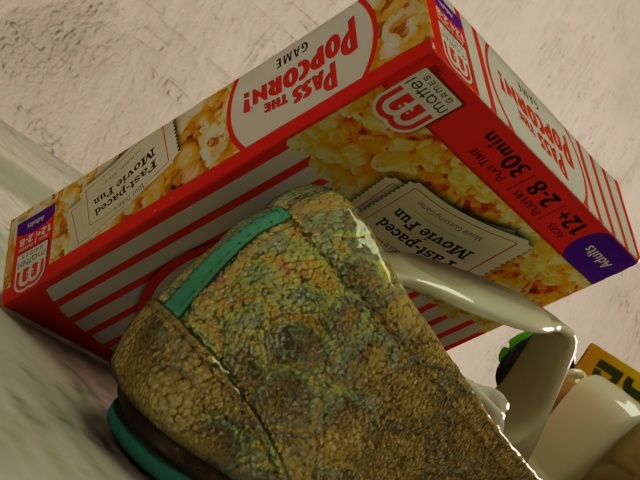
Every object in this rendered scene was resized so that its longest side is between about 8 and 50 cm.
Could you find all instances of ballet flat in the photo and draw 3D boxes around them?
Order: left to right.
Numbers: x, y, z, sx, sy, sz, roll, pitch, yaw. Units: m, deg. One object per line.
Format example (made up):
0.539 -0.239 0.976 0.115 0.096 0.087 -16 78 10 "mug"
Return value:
0.070 0.087 0.443 0.348 0.123 0.123 37 -3 -43 "ballet flat"

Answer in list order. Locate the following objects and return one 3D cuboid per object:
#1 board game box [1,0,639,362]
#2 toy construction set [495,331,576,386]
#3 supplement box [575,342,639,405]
0.000 0.000 0.440 0.146 0.193 0.045 36 37 -40 "board game box"
0.253 0.208 0.847 0.237 0.257 0.309 55 -12 38 "toy construction set"
0.369 0.285 1.281 0.195 0.194 0.356 34 -3 34 "supplement box"
